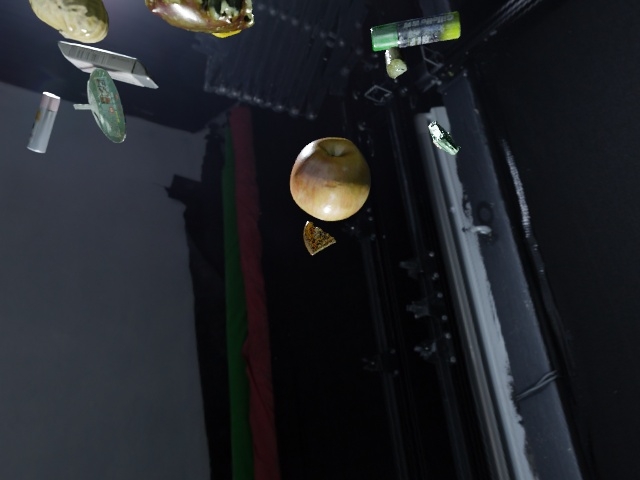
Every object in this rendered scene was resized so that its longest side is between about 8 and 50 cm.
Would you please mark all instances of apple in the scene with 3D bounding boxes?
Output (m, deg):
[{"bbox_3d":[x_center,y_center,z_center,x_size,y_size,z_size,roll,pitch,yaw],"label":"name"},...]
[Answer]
[{"bbox_3d":[0.048,-0.287,2.007,0.347,0.391,0.392,106,-32,-41],"label":"apple"}]

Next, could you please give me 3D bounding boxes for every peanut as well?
[{"bbox_3d":[-0.668,-0.628,1.064,0.153,0.325,0.140,-48,-165,7],"label":"peanut"}]

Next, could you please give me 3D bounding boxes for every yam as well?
[{"bbox_3d":[0.249,-0.587,1.425,0.068,0.068,0.169,-54,-163,35],"label":"yam"}]

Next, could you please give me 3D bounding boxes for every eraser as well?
[{"bbox_3d":[-0.701,-0.580,1.433,0.089,0.351,0.061,60,46,-81],"label":"eraser"}]

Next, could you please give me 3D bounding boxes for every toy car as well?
[{"bbox_3d":[0.431,-0.361,1.538,0.058,0.093,0.186,-43,-151,27],"label":"toy car"}]

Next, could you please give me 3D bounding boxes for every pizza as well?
[{"bbox_3d":[0.000,0.000,2.134,0.036,0.176,0.185,122,-24,-51],"label":"pizza"}]

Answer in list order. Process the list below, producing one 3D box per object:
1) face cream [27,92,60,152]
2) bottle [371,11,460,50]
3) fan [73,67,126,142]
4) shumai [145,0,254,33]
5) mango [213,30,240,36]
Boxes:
[{"bbox_3d":[-0.953,-0.406,1.491,0.084,0.057,0.199,29,-78,45],"label":"face cream"},{"bbox_3d":[0.364,-0.805,1.674,0.329,0.093,0.093,-6,-105,10],"label":"bottle"},{"bbox_3d":[-0.706,-0.450,1.378,0.294,0.012,0.223,39,-48,19],"label":"fan"},{"bbox_3d":[-0.244,-0.612,0.893,0.324,0.397,0.324,16,-76,36],"label":"shumai"},{"bbox_3d":[-0.423,-0.953,1.912,0.076,0.160,0.103,6,-72,54],"label":"mango"}]
